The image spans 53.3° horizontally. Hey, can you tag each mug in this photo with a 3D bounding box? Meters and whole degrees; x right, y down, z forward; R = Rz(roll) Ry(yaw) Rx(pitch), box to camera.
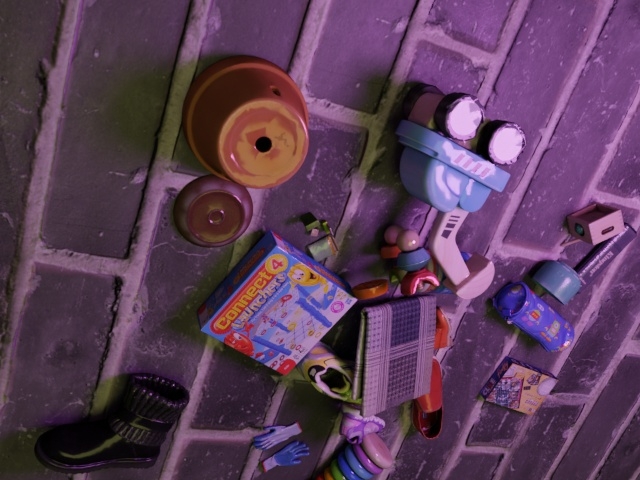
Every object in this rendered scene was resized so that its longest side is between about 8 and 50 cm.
[{"bbox_3d":[0.733,0.120,1.977,0.129,0.158,0.097,39,96,-7],"label":"mug"}]

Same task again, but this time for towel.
[{"bbox_3d":[0.217,0.327,1.841,0.312,0.056,0.324,-6,102,-43],"label":"towel"}]

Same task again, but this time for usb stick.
[{"bbox_3d":[0.894,0.058,2.040,0.077,0.045,0.278,36,100,-32],"label":"usb stick"}]

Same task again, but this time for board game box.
[{"bbox_3d":[0.685,0.503,2.196,0.243,0.042,0.165,23,106,-29],"label":"board game box"},{"bbox_3d":[-0.114,0.174,1.700,0.302,0.086,0.308,35,104,-31],"label":"board game box"}]

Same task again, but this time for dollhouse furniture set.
[{"bbox_3d":[0.000,0.000,1.676,0.076,0.058,0.152,-27,122,-5],"label":"dollhouse furniture set"}]

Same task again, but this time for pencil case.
[{"bbox_3d":[0.676,0.249,2.014,0.306,0.119,0.133,35,77,-30],"label":"pencil case"}]

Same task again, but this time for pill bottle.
[{"bbox_3d":[0.372,0.091,1.820,0.221,0.124,0.124,4,115,-21],"label":"pill bottle"}]

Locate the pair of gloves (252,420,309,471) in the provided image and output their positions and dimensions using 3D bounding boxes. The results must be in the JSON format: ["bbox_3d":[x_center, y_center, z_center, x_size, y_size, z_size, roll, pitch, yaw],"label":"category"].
[{"bbox_3d":[-0.122,0.642,1.987,0.159,0.023,0.198,-20,122,-9],"label":"pair of gloves"}]

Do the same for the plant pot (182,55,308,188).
[{"bbox_3d":[-0.150,-0.243,1.411,0.290,0.203,0.291,-8,118,-15],"label":"plant pot"}]

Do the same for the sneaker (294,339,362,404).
[{"bbox_3d":[0.075,0.425,1.872,0.384,0.147,0.145,29,102,-30],"label":"sneaker"}]

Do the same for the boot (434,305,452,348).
[{"bbox_3d":[0.355,0.273,1.950,0.084,0.059,0.158,-15,121,-6],"label":"boot"}]

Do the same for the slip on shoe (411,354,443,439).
[{"bbox_3d":[0.344,0.497,2.036,0.123,0.101,0.331,-12,118,-12],"label":"slip on shoe"}]

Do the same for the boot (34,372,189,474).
[{"bbox_3d":[-0.543,0.472,1.677,0.348,0.131,0.260,10,120,-36],"label":"boot"}]

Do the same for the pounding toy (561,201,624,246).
[{"bbox_3d":[0.812,-0.036,1.923,0.141,0.130,0.100,-24,110,-7],"label":"pounding toy"}]

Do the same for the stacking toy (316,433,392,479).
[{"bbox_3d":[0.070,0.763,2.061,0.330,0.141,0.141,-42,122,9],"label":"stacking toy"}]

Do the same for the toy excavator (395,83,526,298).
[{"bbox_3d":[0.331,-0.111,1.619,0.432,0.222,0.445,23,101,-27],"label":"toy excavator"}]

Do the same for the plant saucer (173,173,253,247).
[{"bbox_3d":[-0.258,-0.063,1.563,0.198,0.036,0.199,-9,120,-15],"label":"plant saucer"}]

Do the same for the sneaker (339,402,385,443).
[{"bbox_3d":[0.119,0.572,1.952,0.236,0.095,0.105,41,65,-56],"label":"sneaker"}]

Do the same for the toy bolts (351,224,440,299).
[{"bbox_3d":[0.187,0.052,1.668,0.218,0.228,0.159,-17,97,-20],"label":"toy bolts"}]
